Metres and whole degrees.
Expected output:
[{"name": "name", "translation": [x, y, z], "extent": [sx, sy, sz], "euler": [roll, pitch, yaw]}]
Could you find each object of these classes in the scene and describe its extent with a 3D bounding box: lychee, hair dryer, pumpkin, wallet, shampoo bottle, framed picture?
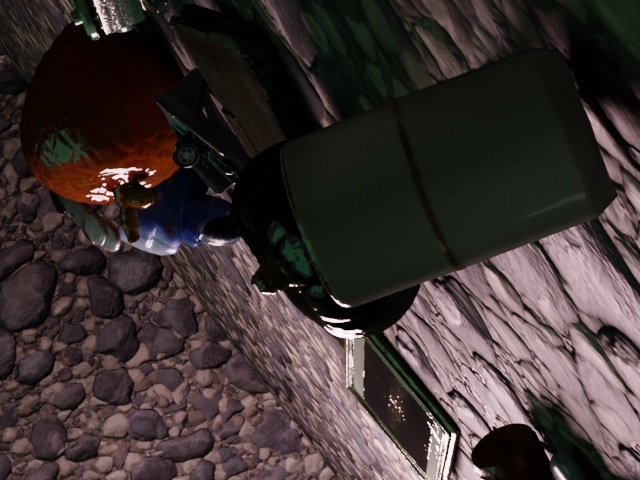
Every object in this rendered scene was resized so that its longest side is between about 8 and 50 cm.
[{"name": "lychee", "translation": [-0.288, -0.149, 1.972], "extent": [0.255, 0.255, 0.300], "euler": [103, 163, -76]}, {"name": "hair dryer", "translation": [0.096, -0.040, 0.963], "extent": [0.357, 0.173, 0.108], "euler": [-10, -99, -80]}, {"name": "pumpkin", "translation": [0.003, 0.000, 1.380], "extent": [0.211, 0.152, 0.211], "euler": [37, 162, 14]}, {"name": "wallet", "translation": [-0.043, -0.107, 1.558], "extent": [0.169, 0.044, 0.317], "euler": [34, 158, 54]}, {"name": "shampoo bottle", "translation": [0.255, 0.327, 1.498], "extent": [0.314, 0.076, 0.118], "euler": [59, 170, -19]}, {"name": "framed picture", "translation": [0.100, 0.221, 1.957], "extent": [0.231, 0.018, 0.293], "euler": [50, 164, 22]}]

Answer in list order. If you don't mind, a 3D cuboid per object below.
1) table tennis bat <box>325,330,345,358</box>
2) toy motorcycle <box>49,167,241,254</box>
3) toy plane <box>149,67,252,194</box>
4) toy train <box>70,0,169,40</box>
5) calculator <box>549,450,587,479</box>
[{"name": "table tennis bat", "translation": [0.026, 0.133, 2.073], "extent": [0.138, 0.022, 0.246], "euler": [37, 158, 58]}, {"name": "toy motorcycle", "translation": [-0.284, -0.077, 2.212], "extent": [0.319, 0.241, 0.182], "euler": [48, 161, 27]}, {"name": "toy plane", "translation": [-0.104, -0.084, 1.776], "extent": [0.267, 0.088, 0.212], "euler": [53, -167, -5]}, {"name": "toy train", "translation": [-0.257, -0.348, 1.619], "extent": [0.285, 0.116, 0.177], "euler": [77, 168, -67]}, {"name": "calculator", "translation": [0.305, 0.316, 1.330], "extent": [0.299, 0.041, 0.185], "euler": [49, 168, 21]}]
